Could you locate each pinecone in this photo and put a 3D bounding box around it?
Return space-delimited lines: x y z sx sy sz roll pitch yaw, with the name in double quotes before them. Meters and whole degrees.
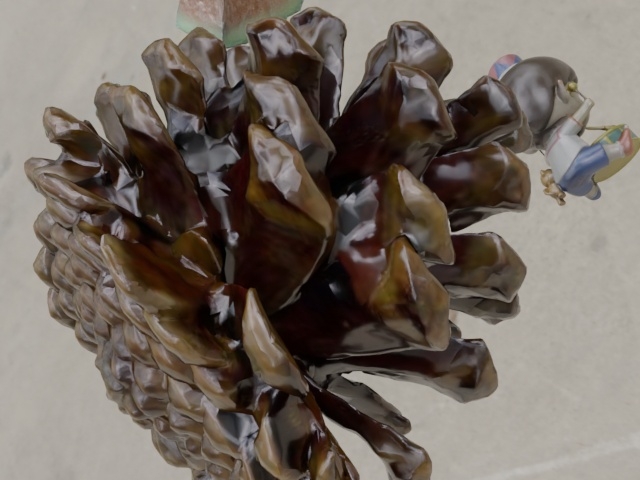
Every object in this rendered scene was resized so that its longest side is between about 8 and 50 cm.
"pinecone" 0.000 0.000 0.701 0.384 0.384 0.384 -26 53 40

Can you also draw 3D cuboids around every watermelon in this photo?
"watermelon" -0.126 -0.458 1.594 0.140 0.193 0.256 28 134 25

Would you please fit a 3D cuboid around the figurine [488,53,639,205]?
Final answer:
"figurine" 0.365 -0.194 1.564 0.275 0.158 0.161 54 145 20
